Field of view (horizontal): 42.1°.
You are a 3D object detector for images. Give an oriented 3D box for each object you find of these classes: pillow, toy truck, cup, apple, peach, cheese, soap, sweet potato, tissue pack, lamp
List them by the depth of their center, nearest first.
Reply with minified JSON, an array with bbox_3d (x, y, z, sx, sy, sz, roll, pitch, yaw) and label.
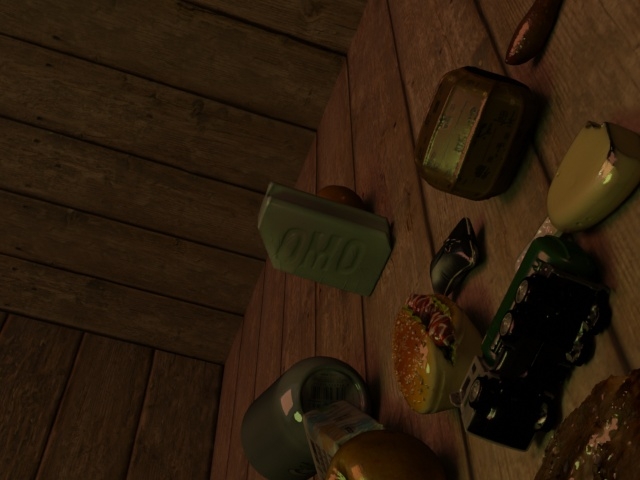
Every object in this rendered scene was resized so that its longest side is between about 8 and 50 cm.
[{"bbox_3d":[0.243,0.116,0.972,0.125,0.101,0.242,-94,25,-72],"label":"toy truck"},{"bbox_3d":[0.302,-0.042,1.017,0.255,0.050,0.127,117,164,-45],"label":"cheese"},{"bbox_3d":[0.092,0.358,1.197,0.182,0.155,0.182,-162,90,-72],"label":"apple"},{"bbox_3d":[0.233,-0.161,1.257,0.161,0.161,0.185,-103,27,-68],"label":"lamp"},{"bbox_3d":[0.345,-0.362,1.262,0.050,0.050,0.214,-98,30,-64],"label":"sweet potato"},{"bbox_3d":[0.215,0.033,1.336,0.091,0.055,0.135,60,147,28],"label":"pillow"},{"bbox_3d":[0.075,0.365,1.404,0.229,0.145,0.159,175,79,-77],"label":"tissue pack"},{"bbox_3d":[-0.029,0.361,1.673,0.312,0.205,0.205,126,157,-59],"label":"cup"},{"bbox_3d":[0.000,0.000,1.811,0.095,0.290,0.173,-89,19,-58],"label":"soap"},{"bbox_3d":[0.028,-0.017,2.071,0.251,0.153,0.251,-171,90,-82],"label":"peach"}]

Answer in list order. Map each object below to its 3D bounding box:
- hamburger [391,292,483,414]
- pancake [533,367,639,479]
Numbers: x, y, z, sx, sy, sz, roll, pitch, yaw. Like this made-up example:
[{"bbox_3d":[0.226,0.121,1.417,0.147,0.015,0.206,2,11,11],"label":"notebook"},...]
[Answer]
[{"bbox_3d":[0.163,0.164,1.242,0.210,0.116,0.173,-128,52,-76],"label":"hamburger"},{"bbox_3d":[0.236,0.280,0.742,0.356,0.065,0.356,-157,90,-90],"label":"pancake"}]
